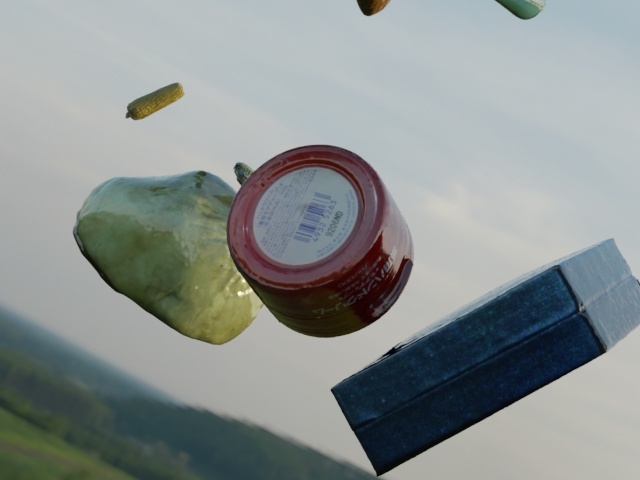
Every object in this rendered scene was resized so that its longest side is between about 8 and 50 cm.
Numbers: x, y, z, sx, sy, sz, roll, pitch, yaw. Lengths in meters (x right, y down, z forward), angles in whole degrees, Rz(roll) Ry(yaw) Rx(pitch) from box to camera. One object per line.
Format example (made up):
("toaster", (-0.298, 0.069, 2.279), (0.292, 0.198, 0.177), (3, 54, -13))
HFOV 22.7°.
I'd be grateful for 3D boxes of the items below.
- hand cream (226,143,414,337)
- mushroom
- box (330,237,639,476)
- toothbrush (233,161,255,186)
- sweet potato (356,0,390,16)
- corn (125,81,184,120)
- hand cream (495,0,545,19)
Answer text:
("hand cream", (0.000, 0.000, 1.761), (0.193, 0.193, 0.125), (23, -16, 30))
("mushroom", (-0.183, -0.006, 2.054), (0.189, 0.164, 0.267), (11, 35, -54))
("box", (0.188, 0.114, 1.685), (0.116, 0.279, 0.261), (62, 22, 6))
("toothbrush", (-0.013, 0.002, 2.104), (0.294, 0.026, 0.028), (44, 26, -22))
("sweet potato", (0.065, -0.391, 1.953), (0.097, 0.097, 0.252), (23, -48, 35))
("corn", (-0.214, -0.177, 2.045), (0.027, 0.083, 0.028), (63, 4, -20))
("hand cream", (0.180, -0.298, 1.775), (0.224, 0.048, 0.083), (21, 30, -43))
